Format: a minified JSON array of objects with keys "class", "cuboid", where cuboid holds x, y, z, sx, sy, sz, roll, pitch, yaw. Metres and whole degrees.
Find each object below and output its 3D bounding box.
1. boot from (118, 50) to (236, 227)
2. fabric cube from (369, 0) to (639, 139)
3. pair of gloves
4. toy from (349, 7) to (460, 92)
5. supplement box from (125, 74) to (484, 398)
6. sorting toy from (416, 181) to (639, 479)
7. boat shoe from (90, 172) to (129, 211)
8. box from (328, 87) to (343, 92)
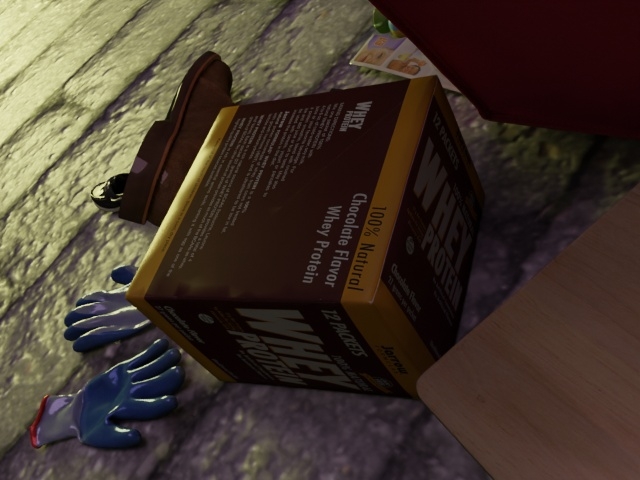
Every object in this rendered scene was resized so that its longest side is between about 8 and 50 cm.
[{"class":"boot","cuboid":[-0.113,-0.101,0.716,0.305,0.115,0.112,-87,18,-54]},{"class":"fabric cube","cuboid":[0.208,-0.227,0.439,0.259,0.254,0.258,17,87,37]},{"class":"pair of gloves","cuboid":[-0.182,0.096,0.622,0.159,0.023,0.198,-17,47,18]},{"class":"toy","cuboid":[0.143,-0.211,0.666,0.237,0.056,0.137,27,71,43]},{"class":"supplement box","cuboid":[0.000,0.000,0.515,0.194,0.129,0.191,-2,52,31]},{"class":"sorting toy","cuboid":[0.227,0.086,0.329,0.255,0.089,0.257,-40,44,-5]},{"class":"boat shoe","cuboid":[-0.217,-0.057,0.765,0.125,0.038,0.046,8,58,36]},{"class":"box","cuboid":[0.022,-0.093,0.640,0.062,0.052,0.083,16,64,39]}]
